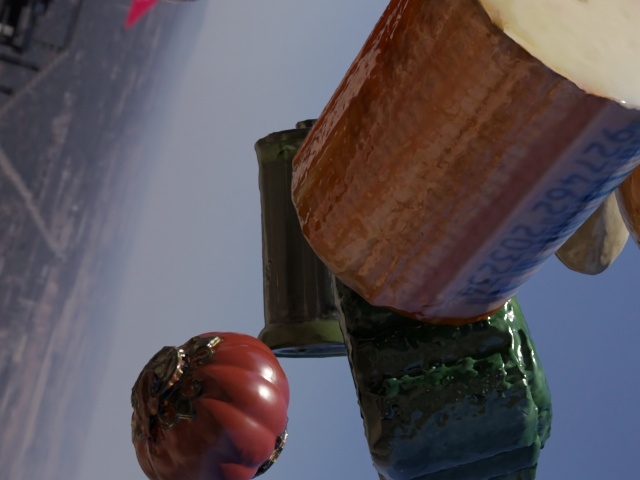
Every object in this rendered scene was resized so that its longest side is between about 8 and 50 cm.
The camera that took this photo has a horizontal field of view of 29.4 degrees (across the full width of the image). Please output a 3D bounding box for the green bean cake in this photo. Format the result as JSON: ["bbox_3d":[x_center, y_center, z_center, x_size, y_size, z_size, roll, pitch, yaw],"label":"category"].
[{"bbox_3d":[0.114,0.119,1.204,0.308,0.169,0.300,76,0,-57],"label":"green bean cake"}]

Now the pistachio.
[{"bbox_3d":[0.397,-0.060,1.808,0.126,0.152,0.223,44,40,-85],"label":"pistachio"}]

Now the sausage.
[{"bbox_3d":[0.134,-0.096,0.973,0.287,0.233,0.233,124,-18,-46],"label":"sausage"}]

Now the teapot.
[{"bbox_3d":[0.000,0.000,1.765,0.270,0.200,0.336,81,6,-80],"label":"teapot"}]

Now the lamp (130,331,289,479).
[{"bbox_3d":[-0.146,0.219,1.565,0.227,0.227,0.226,-164,-90,-83],"label":"lamp"}]

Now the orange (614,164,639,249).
[{"bbox_3d":[0.442,-0.068,1.282,0.274,0.274,0.274,-164,-90,-83],"label":"orange"}]

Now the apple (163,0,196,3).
[{"bbox_3d":[-0.157,-0.313,1.123,0.164,0.209,0.209,-57,-173,-1],"label":"apple"}]
